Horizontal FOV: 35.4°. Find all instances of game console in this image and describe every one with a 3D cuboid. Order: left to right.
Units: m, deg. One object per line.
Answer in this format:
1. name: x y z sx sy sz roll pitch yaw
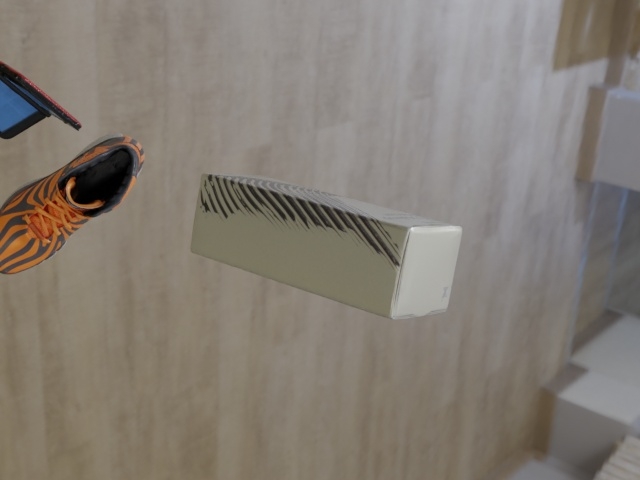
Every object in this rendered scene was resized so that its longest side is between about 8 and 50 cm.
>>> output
1. game console: -0.433 -0.185 1.417 0.085 0.124 0.144 -55 146 -6

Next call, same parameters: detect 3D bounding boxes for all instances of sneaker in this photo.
1. sneaker: -0.423 -0.058 1.618 0.321 0.180 0.124 -43 104 0

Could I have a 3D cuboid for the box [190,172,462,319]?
1. box: 0.000 0.000 1.052 0.113 0.275 0.094 -3 105 -54
